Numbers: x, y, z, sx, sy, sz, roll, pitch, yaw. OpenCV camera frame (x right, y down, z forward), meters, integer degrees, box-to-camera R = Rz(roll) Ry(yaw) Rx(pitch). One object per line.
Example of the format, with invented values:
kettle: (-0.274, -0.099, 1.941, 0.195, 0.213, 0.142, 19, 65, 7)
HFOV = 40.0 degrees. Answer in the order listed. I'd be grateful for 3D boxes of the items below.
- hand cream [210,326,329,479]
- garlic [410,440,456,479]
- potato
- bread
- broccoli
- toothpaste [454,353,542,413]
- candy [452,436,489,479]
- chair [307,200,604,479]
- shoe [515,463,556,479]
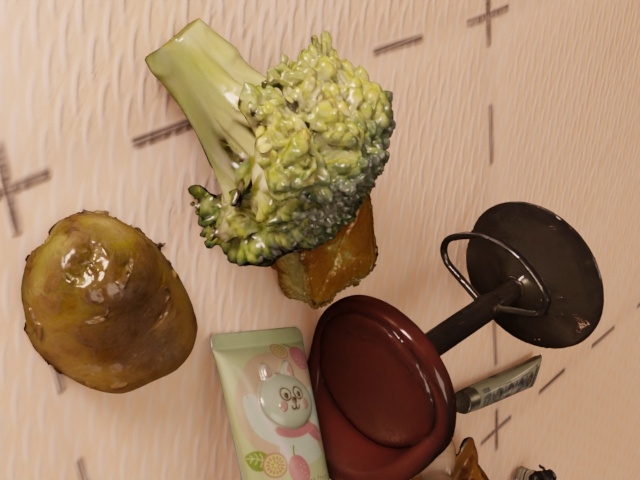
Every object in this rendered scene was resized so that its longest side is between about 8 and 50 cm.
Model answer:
hand cream: (-0.043, 0.250, 0.987, 0.147, 0.093, 0.306, 0, 72, -48)
garlic: (0.145, 0.348, 1.261, 0.099, 0.124, 0.174, 26, 58, -33)
potato: (-0.184, 0.065, 0.833, 0.164, 0.081, 0.200, -52, 137, -21)
bread: (0.000, 0.000, 1.007, 0.128, 0.069, 0.140, -37, 132, -30)
broccoli: (-0.063, -0.097, 0.833, 0.243, 0.247, 0.263, 46, 24, -14)
toothpaste: (0.295, 0.236, 1.428, 0.239, 0.039, 0.062, -9, 115, -46)
candy: (0.246, 0.446, 1.415, 0.143, 0.101, 0.271, -50, 129, -31)
chair: (0.155, 0.124, 1.103, 0.401, 0.226, 0.227, -29, 124, -36)
shoe: (0.406, 0.476, 1.545, 0.071, 0.099, 0.169, 14, 61, -58)
